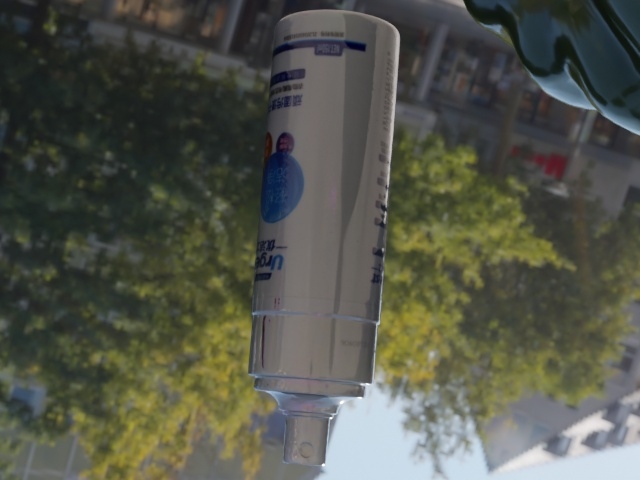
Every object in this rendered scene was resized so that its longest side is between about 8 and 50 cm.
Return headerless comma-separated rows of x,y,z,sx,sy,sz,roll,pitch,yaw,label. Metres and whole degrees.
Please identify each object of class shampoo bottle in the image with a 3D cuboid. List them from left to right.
0.000,0.000,0.823,0.092,0.303,0.092,5,173,1,shampoo bottle

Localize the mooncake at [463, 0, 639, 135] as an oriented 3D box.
0.185,-0.223,0.595,0.187,0.351,0.351,-20,-154,-24,mooncake
